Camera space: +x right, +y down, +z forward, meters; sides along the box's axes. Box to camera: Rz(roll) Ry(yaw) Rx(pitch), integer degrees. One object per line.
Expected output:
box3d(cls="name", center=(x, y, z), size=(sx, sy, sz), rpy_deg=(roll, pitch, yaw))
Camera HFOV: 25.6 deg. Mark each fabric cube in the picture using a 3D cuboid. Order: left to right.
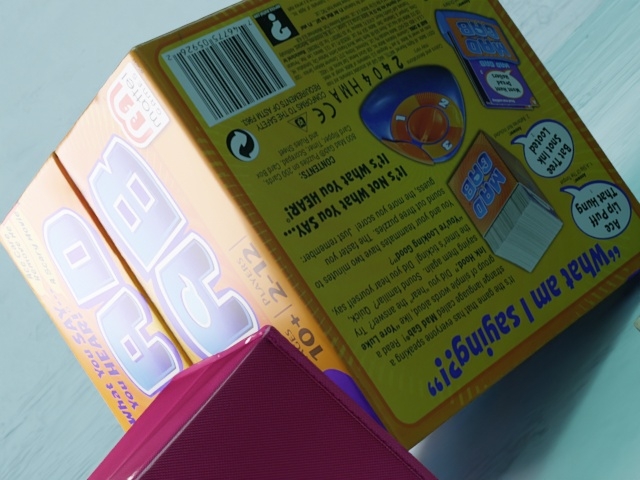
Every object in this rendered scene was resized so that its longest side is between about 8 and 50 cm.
box3d(cls="fabric cube", center=(-0.061, 0.247, 0.921), size=(0.258, 0.254, 0.259), rpy_deg=(-50, 6, -23))

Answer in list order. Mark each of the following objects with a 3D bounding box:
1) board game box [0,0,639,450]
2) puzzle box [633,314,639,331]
box3d(cls="board game box", center=(0.000, 0.000, 1.242), size=(0.356, 0.356, 0.356), rpy_deg=(-31, -5, -37))
box3d(cls="puzzle box", center=(0.328, -0.002, 0.766), size=(0.272, 0.052, 0.409), rpy_deg=(-48, 6, 2))
